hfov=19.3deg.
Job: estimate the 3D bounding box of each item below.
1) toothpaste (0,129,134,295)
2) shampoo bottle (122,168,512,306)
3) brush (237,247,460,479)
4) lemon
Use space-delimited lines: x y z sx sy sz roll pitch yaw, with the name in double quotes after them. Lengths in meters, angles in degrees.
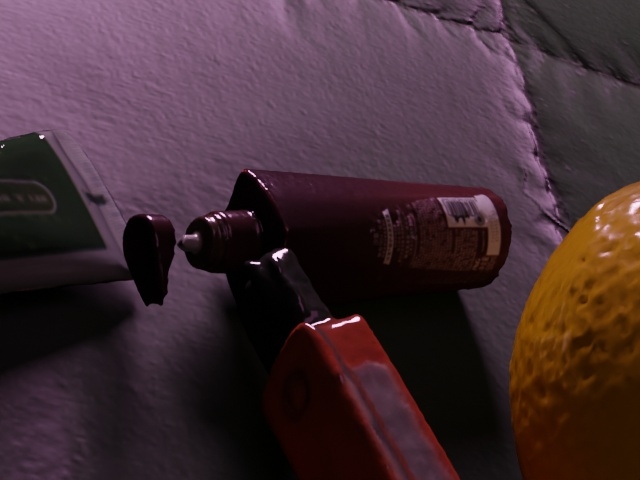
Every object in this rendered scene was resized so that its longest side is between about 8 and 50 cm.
-0.243 0.002 0.861 0.392 0.061 0.099 -9 62 -48 "toothpaste"
0.000 0.002 1.030 0.236 0.067 0.068 0 43 -37 "shampoo bottle"
0.039 0.130 0.876 0.051 0.070 0.323 -2 47 -32 "brush"
0.222 0.101 0.937 0.245 0.245 0.320 7 58 -30 "lemon"
